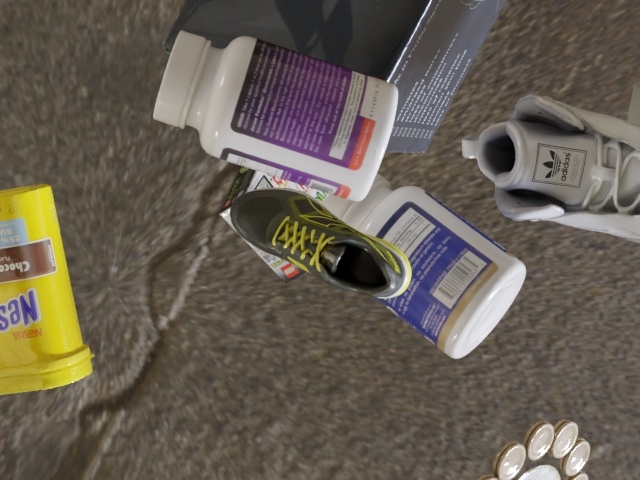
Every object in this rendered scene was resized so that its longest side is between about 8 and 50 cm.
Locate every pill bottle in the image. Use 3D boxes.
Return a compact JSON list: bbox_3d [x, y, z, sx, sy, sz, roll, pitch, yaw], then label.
[{"bbox_3d":[-0.040,-0.111,1.206,0.193,0.108,0.108,18,86,-6],"label":"pill bottle"},{"bbox_3d":[0.089,0.014,1.331,0.186,0.112,0.112,38,83,18],"label":"pill bottle"}]

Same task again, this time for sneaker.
[{"bbox_3d":[0.302,-0.049,1.357,0.210,0.366,0.137,7,101,-34],"label":"sneaker"},{"bbox_3d":[0.000,0.000,0.599,0.083,0.035,0.031,22,96,4],"label":"sneaker"}]

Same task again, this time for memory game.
[{"bbox_3d":[0.183,0.244,1.278,0.186,0.012,0.186,-24,127,-36],"label":"memory game"}]

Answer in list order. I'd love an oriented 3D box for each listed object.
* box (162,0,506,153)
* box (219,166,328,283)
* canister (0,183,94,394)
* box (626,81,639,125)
[{"bbox_3d":[0.086,-0.386,1.917,0.297,0.472,0.480,30,100,10],"label":"box"},{"bbox_3d":[-0.037,-0.059,1.586,0.036,0.207,0.114,-28,115,32],"label":"box"},{"bbox_3d":[-0.276,0.043,1.226,0.126,0.073,0.170,-9,97,17],"label":"canister"},{"bbox_3d":[0.510,-0.114,1.812,0.148,0.232,0.127,-3,114,-18],"label":"box"}]
